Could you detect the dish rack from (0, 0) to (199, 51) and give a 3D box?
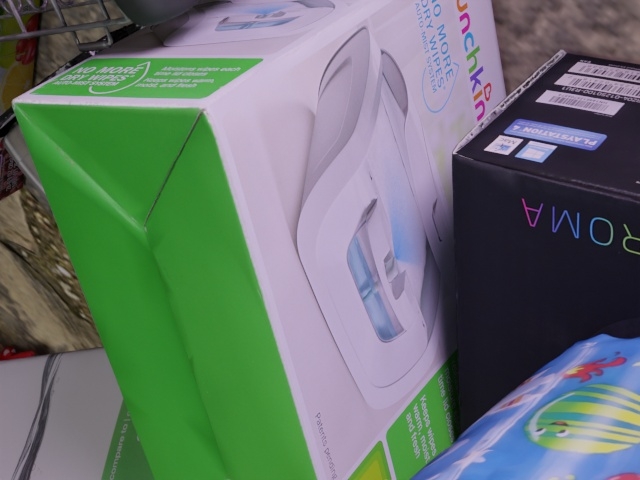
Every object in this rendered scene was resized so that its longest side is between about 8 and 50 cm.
[{"bbox_3d":[-0.117,-0.173,0.575,0.271,0.208,0.074,2,130,40],"label":"dish rack"}]

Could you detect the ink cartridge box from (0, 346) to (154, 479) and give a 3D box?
[{"bbox_3d":[-0.111,0.165,0.798,0.289,0.122,0.211,-11,149,43],"label":"ink cartridge box"}]

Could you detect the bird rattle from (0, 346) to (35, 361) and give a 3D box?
[{"bbox_3d":[-0.296,0.227,1.068,0.253,0.143,0.207,50,154,3],"label":"bird rattle"}]

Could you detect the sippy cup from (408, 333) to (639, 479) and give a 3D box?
[{"bbox_3d":[0.105,0.159,0.410,0.305,0.224,0.240,-19,107,47],"label":"sippy cup"}]

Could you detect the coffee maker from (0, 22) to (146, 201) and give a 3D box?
[{"bbox_3d":[-0.107,-0.041,0.716,0.171,0.120,0.178,-27,101,46],"label":"coffee maker"}]

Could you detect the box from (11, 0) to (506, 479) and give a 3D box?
[{"bbox_3d":[0.000,0.000,0.573,0.126,0.231,0.262,7,123,37],"label":"box"}]

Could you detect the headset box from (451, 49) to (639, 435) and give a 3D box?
[{"bbox_3d":[0.201,0.077,0.536,0.246,0.131,0.283,17,130,31],"label":"headset box"}]

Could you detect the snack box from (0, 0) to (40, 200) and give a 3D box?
[{"bbox_3d":[-0.295,-0.089,0.796,0.070,0.174,0.207,36,135,16],"label":"snack box"}]
